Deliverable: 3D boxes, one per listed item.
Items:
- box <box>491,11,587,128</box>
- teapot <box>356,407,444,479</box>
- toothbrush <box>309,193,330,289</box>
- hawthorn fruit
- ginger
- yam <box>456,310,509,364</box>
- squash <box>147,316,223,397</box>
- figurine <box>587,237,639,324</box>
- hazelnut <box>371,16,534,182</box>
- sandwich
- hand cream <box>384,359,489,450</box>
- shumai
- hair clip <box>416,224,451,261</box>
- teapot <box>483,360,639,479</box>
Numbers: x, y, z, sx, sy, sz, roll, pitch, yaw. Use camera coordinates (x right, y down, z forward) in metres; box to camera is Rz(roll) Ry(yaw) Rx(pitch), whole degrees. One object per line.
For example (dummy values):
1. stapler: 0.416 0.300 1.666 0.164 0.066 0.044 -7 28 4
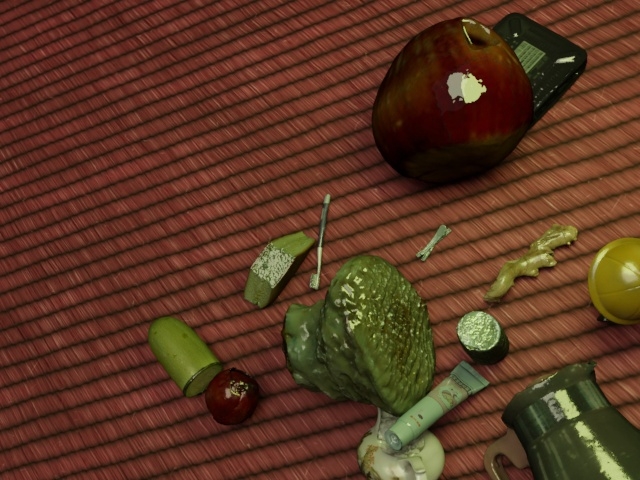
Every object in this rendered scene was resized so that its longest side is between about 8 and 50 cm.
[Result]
1. box: 0.548 -0.476 1.895 0.290 0.073 0.289 -46 64 -2
2. teapot: 0.190 0.498 1.578 0.204 0.139 0.298 -6 23 -16
3. toothbrush: 0.000 0.000 1.926 0.024 0.026 0.288 -22 55 56
4. hawthorn fruit: -0.226 0.400 1.775 0.148 0.172 0.148 8 60 -14
5. ginger: 0.529 0.060 1.712 0.288 0.075 0.089 -41 69 -4
6. yam: 0.387 0.233 1.621 0.107 0.194 0.107 -7 69 19
7. squash: -0.393 0.304 1.883 0.132 0.132 0.247 -47 64 -2
8. figurine: 0.695 0.101 1.535 0.167 0.257 0.192 13 81 24
9. hazelnut: 0.342 -0.339 1.735 0.402 0.429 0.402 7 68 -18
10. sandwich: -0.121 0.075 1.904 0.094 0.096 0.258 35 86 20
11. hand cream: 0.272 0.384 1.590 0.331 0.058 0.085 -24 51 -41
12. shumai: 0.072 0.250 1.674 0.323 0.397 0.324 -20 19 35
13. hair clip: 0.301 0.004 1.821 0.030 0.039 0.115 38 88 31
14. teapot: 0.541 0.478 1.457 0.376 0.305 0.361 -47 50 30
